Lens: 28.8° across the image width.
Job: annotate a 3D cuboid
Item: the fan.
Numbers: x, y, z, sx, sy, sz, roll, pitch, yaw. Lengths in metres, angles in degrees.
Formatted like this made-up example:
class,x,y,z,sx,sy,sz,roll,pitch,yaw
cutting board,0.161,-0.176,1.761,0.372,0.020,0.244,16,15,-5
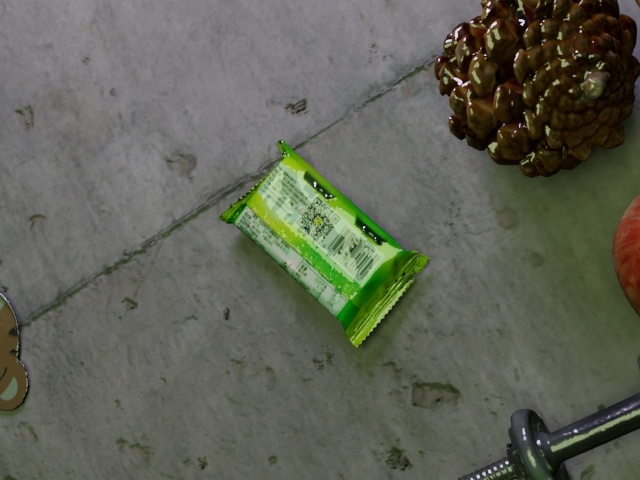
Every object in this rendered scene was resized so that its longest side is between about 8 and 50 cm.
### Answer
class,x,y,z,sx,sy,sz,roll,pitch,yaw
fan,-0.367,0.067,1.264,0.153,0.008,0.226,-8,85,22

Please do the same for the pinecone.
class,x,y,z,sx,sy,sz,roll,pitch,yaw
pinecone,0.168,-0.129,0.993,0.174,0.173,0.173,-1,87,21

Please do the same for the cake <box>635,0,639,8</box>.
class,x,y,z,sx,sy,sz,roll,pitch,yaw
cake,0.351,-0.249,0.851,0.307,0.293,0.314,-21,86,22

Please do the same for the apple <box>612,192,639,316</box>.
class,x,y,z,sx,sy,sz,roll,pitch,yaw
apple,0.298,0.014,0.942,0.146,0.131,0.146,-4,73,15

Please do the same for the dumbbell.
class,x,y,z,sx,sy,sz,roll,pitch,yaw
dumbbell,0.224,0.148,0.989,0.254,0.081,0.081,-29,78,18

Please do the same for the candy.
class,x,y,z,sx,sy,sz,roll,pitch,yaw
candy,0.000,0.000,1.111,0.178,0.032,0.102,41,105,17
